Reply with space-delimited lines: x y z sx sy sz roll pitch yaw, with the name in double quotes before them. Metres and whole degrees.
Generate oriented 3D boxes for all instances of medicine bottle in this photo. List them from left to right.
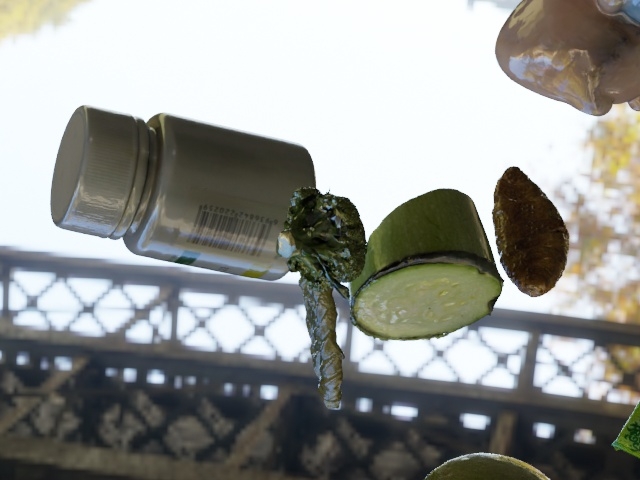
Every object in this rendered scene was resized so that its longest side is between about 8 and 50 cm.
"medicine bottle" -0.196 -0.071 2.238 0.339 0.208 0.208 12 -168 -22

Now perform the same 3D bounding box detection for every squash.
"squash" 0.128 0.041 2.122 0.220 0.220 0.133 -3 -127 -24

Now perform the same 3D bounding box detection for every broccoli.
"broccoli" 0.000 0.000 1.963 0.120 0.131 0.130 -3 -155 -43

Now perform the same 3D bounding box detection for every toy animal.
"toy animal" 0.273 -0.244 1.518 0.210 0.221 0.230 -3 -124 -34

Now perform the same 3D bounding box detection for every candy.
"candy" 0.514 0.290 2.287 0.178 0.102 0.032 24 168 42

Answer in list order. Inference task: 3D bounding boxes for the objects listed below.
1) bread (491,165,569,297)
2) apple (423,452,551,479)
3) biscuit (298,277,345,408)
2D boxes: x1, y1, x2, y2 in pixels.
"bread" 0.299 -0.005 2.241 0.104 0.076 0.233 -15 -128 7
"apple" 0.250 0.510 2.317 0.360 0.320 0.312 29 -137 -29
"biscuit" 0.000 0.106 2.443 0.036 0.187 0.274 -5 -131 -8
